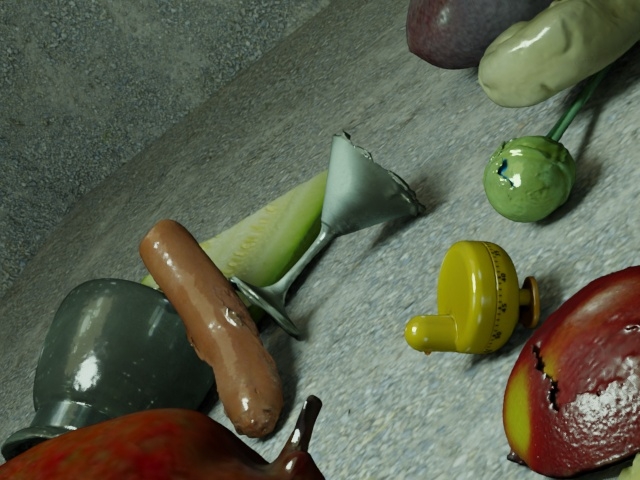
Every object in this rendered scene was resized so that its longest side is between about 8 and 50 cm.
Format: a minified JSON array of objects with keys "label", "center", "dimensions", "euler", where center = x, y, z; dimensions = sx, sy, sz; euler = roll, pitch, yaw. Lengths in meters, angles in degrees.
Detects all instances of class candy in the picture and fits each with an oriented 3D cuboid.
[{"label":"candy","center":[0.268,-0.129,1.352],"dimensions":[0.335,0.092,0.093],"euler":[-49,-21,-42]}]

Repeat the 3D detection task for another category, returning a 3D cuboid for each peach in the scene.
[{"label":"peach","center":[0.234,0.077,0.920],"dimensions":[0.279,0.068,0.189],"euler":[-36,20,25]}]

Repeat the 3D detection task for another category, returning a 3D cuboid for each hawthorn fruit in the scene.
[{"label":"hawthorn fruit","center":[-0.129,0.281,0.932],"dimensions":[0.324,0.308,0.308],"euler":[-11,23,7]}]

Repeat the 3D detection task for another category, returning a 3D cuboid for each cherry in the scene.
[{"label":"cherry","center":[0.230,-0.349,1.755],"dimensions":[0.266,0.184,0.213],"euler":[-35,10,19]}]

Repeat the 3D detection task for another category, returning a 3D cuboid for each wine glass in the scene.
[{"label":"wine glass","center":[0.000,0.000,1.540],"dimensions":[0.232,0.156,0.156],"euler":[-49,17,-6]}]

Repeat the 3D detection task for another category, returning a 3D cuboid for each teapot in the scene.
[{"label":"teapot","center":[-0.298,0.226,1.577],"dimensions":[0.305,0.223,0.285],"euler":[-23,33,44]}]

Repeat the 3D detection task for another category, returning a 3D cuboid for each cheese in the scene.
[{"label":"cheese","center":[0.290,-0.238,1.420],"dimensions":[0.263,0.093,0.159],"euler":[-37,7,-36]}]

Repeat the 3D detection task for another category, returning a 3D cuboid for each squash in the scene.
[{"label":"squash","center":[-0.089,0.008,1.759],"dimensions":[0.203,0.111,0.289],"euler":[10,53,30]}]

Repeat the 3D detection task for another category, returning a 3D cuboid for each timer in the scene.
[{"label":"timer","center":[0.132,0.053,1.142],"dimensions":[0.107,0.109,0.107],"euler":[-178,90,-76]}]

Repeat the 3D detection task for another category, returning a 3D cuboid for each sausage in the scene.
[{"label":"sausage","center":[-0.122,0.102,1.471],"dimensions":[0.327,0.087,0.079],"euler":[55,128,35]}]

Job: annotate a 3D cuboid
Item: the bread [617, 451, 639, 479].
[{"label":"bread","center":[0.219,0.138,0.492],"dimensions":[0.315,0.248,0.279],"euler":[-17,24,33]}]
